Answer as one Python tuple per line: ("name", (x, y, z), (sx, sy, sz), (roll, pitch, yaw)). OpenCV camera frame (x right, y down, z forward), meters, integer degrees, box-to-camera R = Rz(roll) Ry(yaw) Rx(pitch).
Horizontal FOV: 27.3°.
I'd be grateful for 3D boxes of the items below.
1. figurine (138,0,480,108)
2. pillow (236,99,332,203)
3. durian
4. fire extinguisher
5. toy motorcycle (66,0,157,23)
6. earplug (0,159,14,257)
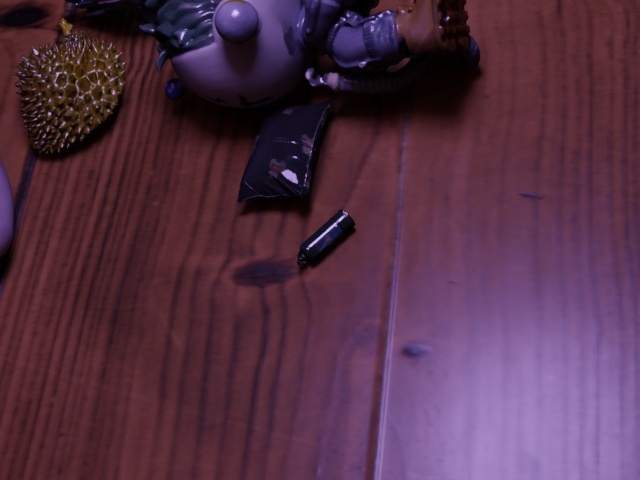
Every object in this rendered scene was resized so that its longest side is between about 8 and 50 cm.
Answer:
("figurine", (-0.026, -0.256, 1.541), (0.382, 0.261, 0.186), (-4, 85, 23))
("pillow", (-0.041, -0.104, 1.554), (0.090, 0.048, 0.150), (6, 56, 10))
("durian", (-0.320, -0.216, 1.671), (0.146, 0.102, 0.208), (-17, 52, 12))
("fire extinguisher", (0.000, 0.000, 1.492), (0.083, 0.025, 0.038), (-42, 20, -13))
("toy motorcycle", (-0.236, -0.324, 1.715), (0.213, 0.122, 0.082), (-2, 69, 29))
("earplug", (-0.463, -0.088, 1.602), (0.172, 0.172, 0.301), (-31, 63, -5))
